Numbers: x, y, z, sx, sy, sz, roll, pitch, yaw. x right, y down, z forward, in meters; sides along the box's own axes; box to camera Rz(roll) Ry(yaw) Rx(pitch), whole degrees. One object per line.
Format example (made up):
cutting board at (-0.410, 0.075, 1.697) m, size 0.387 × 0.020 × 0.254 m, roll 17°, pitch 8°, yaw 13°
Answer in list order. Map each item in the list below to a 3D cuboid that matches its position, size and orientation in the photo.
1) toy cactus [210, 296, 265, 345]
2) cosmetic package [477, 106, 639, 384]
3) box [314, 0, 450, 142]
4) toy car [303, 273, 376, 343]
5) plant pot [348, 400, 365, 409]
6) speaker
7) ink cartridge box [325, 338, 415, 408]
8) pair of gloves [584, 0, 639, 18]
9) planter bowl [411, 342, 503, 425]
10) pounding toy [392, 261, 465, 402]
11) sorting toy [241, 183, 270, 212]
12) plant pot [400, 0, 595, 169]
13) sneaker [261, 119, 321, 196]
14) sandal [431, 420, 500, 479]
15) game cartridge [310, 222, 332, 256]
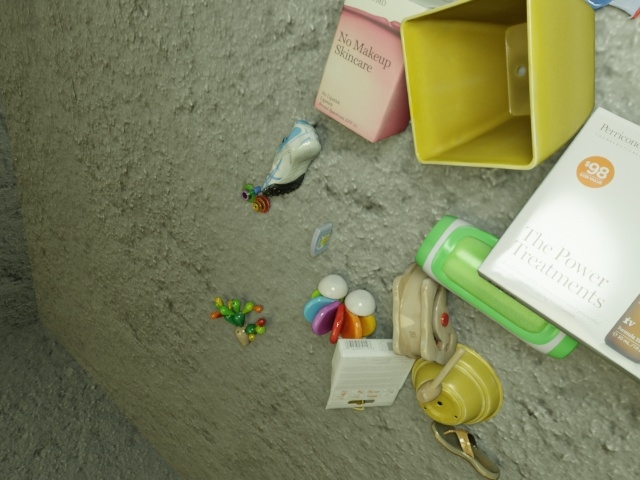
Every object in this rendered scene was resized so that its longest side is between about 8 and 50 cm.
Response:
toy cactus at (-0.251, 0.263, 1.423) m, size 0.219 × 0.112 × 0.180 m, roll 14°, pitch 130°, yaw 25°
cosmetic package at (0.457, 0.038, 0.618) m, size 0.377 × 0.097 × 0.284 m, roll 36°, pitch 93°, yaw 20°
box at (0.107, -0.315, 0.802) m, size 0.149 × 0.127 × 0.232 m, roll 37°, pitch 131°, yaw 21°
toy car at (0.037, 0.185, 1.107) m, size 0.182 × 0.136 × 0.159 m, roll 28°, pitch 127°, yaw 26°
plant pot at (0.082, 0.377, 1.198) m, size 0.081 × 0.083 × 0.081 m, roll 5°, pitch 117°, yaw 17°
speaker at (0.323, 0.077, 0.822) m, size 0.297 × 0.131 × 0.131 m, roll 36°, pitch 130°, yaw 20°
ink cartridge box at (0.113, 0.322, 1.101) m, size 0.056 × 0.181 × 0.224 m, roll -101°, pitch 17°, yaw -46°
pair of gloves at (0.393, -0.391, 0.600) m, size 0.159 × 0.023 × 0.198 m, roll 40°, pitch 131°, yaw 20°
planter bowl at (0.280, 0.338, 1.016) m, size 0.217 × 0.090 × 0.217 m, roll 19°, pitch 123°, yaw 33°
pounding toy at (0.248, 0.182, 0.937) m, size 0.155 × 0.154 × 0.269 m, roll 1°, pitch 93°, yaw 39°
sorting toy at (-0.178, -0.111, 1.200) m, size 0.102 × 0.042 × 0.061 m, roll 34°, pitch 129°, yaw 22°
plant pot at (0.264, -0.231, 0.649) m, size 0.212 × 0.187 × 0.212 m, roll 19°, pitch 125°, yaw 57°
sneaker at (-0.074, -0.181, 1.063) m, size 0.237 × 0.085 × 0.086 m, roll -45°, pitch 54°, yaw 47°
sandal at (0.339, 0.471, 1.054) m, size 0.180 × 0.072 × 0.049 m, roll 36°, pitch 115°, yaw 19°
game cartridge at (0.000, 0.000, 1.100) m, size 0.017 × 0.056 × 0.083 m, roll 37°, pitch 131°, yaw 30°
